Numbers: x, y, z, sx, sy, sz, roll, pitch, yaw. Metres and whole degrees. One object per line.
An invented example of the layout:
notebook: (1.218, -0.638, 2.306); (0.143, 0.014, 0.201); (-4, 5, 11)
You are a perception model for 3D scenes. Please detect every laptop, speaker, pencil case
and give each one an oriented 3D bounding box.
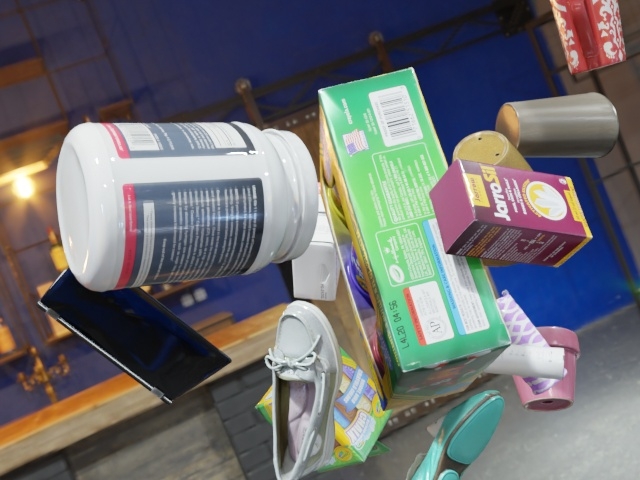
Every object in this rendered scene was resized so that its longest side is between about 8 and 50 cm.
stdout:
laptop: (-0.419, 0.167, 1.736); (0.236, 0.382, 0.408); (-47, 14, 7)
speaker: (0.350, 0.208, 1.297); (0.136, 0.055, 0.055); (3, 9, 15)
pencil case: (0.393, 0.204, 1.476); (0.086, 0.206, 0.088); (-29, -13, -23)

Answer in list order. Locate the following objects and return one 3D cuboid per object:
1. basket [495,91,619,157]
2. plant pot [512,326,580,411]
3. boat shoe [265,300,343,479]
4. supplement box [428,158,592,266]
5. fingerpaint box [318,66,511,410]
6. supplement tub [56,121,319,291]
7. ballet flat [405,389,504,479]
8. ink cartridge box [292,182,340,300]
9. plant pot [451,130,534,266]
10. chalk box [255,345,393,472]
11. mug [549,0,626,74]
basket: (0.545, -0.267, 1.771); (0.226, 0.154, 0.204); (-4, 20, -11)
plant pot: (0.588, 0.347, 1.973); (0.201, 0.180, 0.201); (1, -28, 0)
boat shoe: (-0.037, 0.266, 1.304); (0.118, 0.321, 0.103); (12, 17, 31)
supplement box: (0.253, -0.035, 1.004); (0.188, 0.104, 0.081); (7, -36, -22)
fingerpaint box: (0.121, 0.020, 1.214); (0.163, 0.445, 0.371); (-14, -20, -5)
supplement tub: (-0.159, -0.046, 0.897); (0.272, 0.191, 0.191); (-5, -7, -31)
ballet flat: (0.181, 0.320, 1.117); (0.087, 0.083, 0.247); (22, 81, 52)
ink cartridge box: (0.000, 0.000, 1.747); (0.100, 0.172, 0.237); (3, 38, 7)
plant pot: (0.383, -0.109, 1.659); (0.237, 0.254, 0.237); (-15, 47, 16)
chalk box: (0.033, 0.403, 1.710); (0.180, 0.289, 0.179); (-35, 11, 46)
mug: (0.432, -0.367, 1.245); (0.150, 0.169, 0.113); (-23, 12, -32)
